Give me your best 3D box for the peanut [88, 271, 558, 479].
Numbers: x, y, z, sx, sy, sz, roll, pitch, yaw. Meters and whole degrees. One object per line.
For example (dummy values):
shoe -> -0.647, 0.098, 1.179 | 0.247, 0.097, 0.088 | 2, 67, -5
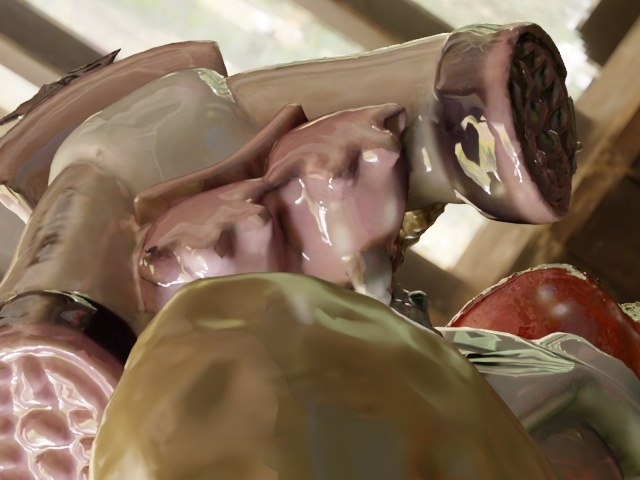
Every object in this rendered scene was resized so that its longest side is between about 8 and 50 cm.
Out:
peanut -> 0.013, 0.143, 0.383 | 0.149, 0.149, 0.313 | -45, -141, 42

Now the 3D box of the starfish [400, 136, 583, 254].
starfish -> -0.001, -0.002, 0.777 | 0.247, 0.050, 0.138 | -26, -175, -1

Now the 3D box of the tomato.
tomato -> 0.198, 0.139, 1.373 | 0.200, 0.233, 0.139 | -55, -147, 25

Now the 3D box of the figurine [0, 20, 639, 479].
figurine -> 0.021, 0.097, 0.675 | 0.253, 0.361, 0.211 | -27, -159, -8
